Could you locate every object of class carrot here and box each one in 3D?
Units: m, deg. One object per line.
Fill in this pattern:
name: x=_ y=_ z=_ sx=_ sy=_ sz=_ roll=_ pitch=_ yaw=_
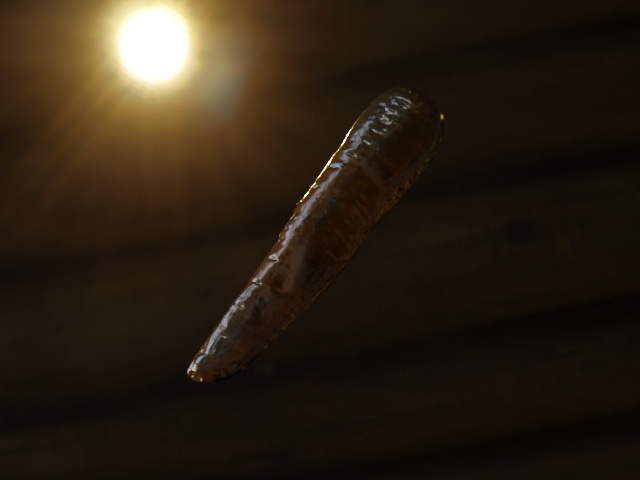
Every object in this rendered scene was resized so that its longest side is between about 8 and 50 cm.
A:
carrot: x=0.000 y=0.000 z=0.947 sx=0.047 sy=0.047 sz=0.191 roll=39 pitch=-107 yaw=-9
